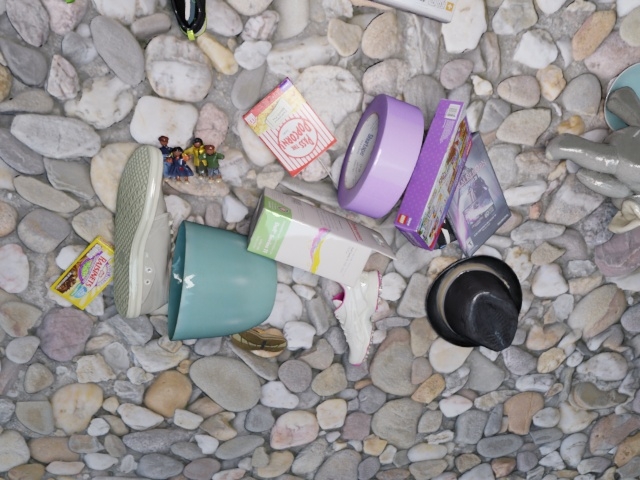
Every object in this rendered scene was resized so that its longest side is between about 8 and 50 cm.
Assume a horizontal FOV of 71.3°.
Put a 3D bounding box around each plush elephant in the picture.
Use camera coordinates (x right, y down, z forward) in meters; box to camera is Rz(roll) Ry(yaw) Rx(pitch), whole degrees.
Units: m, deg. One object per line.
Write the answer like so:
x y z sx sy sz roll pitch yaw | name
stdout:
0.782 -0.177 1.138 0.272 0.330 0.255 -43 149 -6 | plush elephant

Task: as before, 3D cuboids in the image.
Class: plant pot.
-0.245 0.106 1.130 0.235 0.293 0.293 6 112 -23 | plant pot

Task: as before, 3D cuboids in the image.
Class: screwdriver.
0.043 -0.151 1.188 0.025 0.024 0.170 -17 115 33 | screwdriver

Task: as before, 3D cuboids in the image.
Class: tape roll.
0.132 -0.194 1.041 0.090 0.275 0.275 18 109 -14 | tape roll

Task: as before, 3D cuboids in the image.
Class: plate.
0.837 -0.375 1.184 0.188 0.024 0.188 -2 114 -5 | plate

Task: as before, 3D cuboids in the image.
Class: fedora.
0.479 0.214 1.319 0.333 0.152 0.334 -2 113 -5 | fedora

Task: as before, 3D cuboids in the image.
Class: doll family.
-0.327 -0.202 1.096 0.192 0.076 0.112 -5 118 -1 | doll family

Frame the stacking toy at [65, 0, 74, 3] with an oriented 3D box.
-0.491 -0.623 0.916 0.221 0.052 0.167 -29 111 8 | stacking toy

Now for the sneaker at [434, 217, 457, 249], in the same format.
0.294 -0.056 1.224 0.121 0.079 0.217 -38 112 9 | sneaker

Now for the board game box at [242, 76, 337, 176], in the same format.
-0.074 -0.278 1.107 0.146 0.045 0.193 -39 112 10 | board game box

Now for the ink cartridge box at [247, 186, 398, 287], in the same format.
0.000 0.000 1.144 0.353 0.207 0.119 21 108 -14 | ink cartridge box

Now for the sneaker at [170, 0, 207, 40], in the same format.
-0.281 -0.551 0.941 0.084 0.097 0.235 -8 113 -4 | sneaker

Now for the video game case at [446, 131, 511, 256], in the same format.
0.405 -0.121 1.195 0.196 0.026 0.274 -40 115 -19 | video game case

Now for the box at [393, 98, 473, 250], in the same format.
0.262 -0.137 1.010 0.057 0.201 0.294 19 85 27 | box

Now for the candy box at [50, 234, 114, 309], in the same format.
-0.622 0.090 1.208 0.206 0.027 0.105 -43 114 12 | candy box

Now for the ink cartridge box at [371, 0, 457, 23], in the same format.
0.189 -0.674 0.963 0.303 0.072 0.307 11 108 -10 | ink cartridge box

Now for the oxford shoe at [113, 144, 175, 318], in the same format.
-0.437 -0.017 1.136 0.130 0.169 0.450 -4 110 -43 | oxford shoe

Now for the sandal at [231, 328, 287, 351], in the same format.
-0.186 0.292 1.336 0.180 0.049 0.072 16 116 -28 | sandal

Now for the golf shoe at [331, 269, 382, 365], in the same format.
0.097 0.223 1.314 0.140 0.115 0.307 8 105 1 | golf shoe
